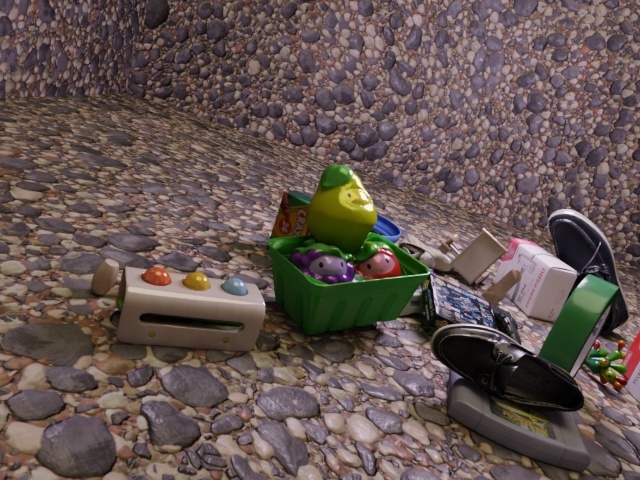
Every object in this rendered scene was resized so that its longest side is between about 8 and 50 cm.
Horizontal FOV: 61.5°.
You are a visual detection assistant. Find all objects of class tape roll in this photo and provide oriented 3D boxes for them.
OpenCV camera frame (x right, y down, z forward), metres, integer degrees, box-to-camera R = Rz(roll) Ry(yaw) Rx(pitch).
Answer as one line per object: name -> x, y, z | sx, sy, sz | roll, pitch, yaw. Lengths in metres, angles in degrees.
tape roll -> 0.632, 0.243, 1.340 | 0.077, 0.321, 0.321 | 30, 21, 32

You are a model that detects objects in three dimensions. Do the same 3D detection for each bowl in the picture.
bowl -> 0.128, -0.066, 2.157 | 0.391, 0.077, 0.391 | 18, 18, -6

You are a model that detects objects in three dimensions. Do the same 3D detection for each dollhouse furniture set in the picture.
dollhouse furniture set -> 0.620, 0.073, 2.005 | 0.303, 0.174, 0.355 | 48, 16, 17

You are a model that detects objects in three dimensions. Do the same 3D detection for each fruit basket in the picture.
fruit basket -> 0.069, 0.012, 1.335 | 0.392, 0.392, 0.283 | 5, 22, -38

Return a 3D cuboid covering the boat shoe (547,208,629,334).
boat shoe -> 0.974, 0.119, 1.969 | 0.156, 0.500, 0.187 | -32, 8, -38

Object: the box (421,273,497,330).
box -> 0.396, 0.205, 1.525 | 0.220, 0.051, 0.175 | 25, 34, -13

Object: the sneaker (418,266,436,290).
sneaker -> 0.363, 0.135, 1.804 | 0.068, 0.071, 0.170 | 14, 19, -15

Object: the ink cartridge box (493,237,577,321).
ink cartridge box -> 0.789, 0.140, 2.002 | 0.117, 0.207, 0.283 | 12, 18, -14

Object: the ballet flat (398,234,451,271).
ballet flat -> 0.395, 0.059, 2.081 | 0.086, 0.086, 0.248 | 4, 21, -39

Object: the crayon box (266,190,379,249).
crayon box -> 0.000, 0.000, 1.617 | 0.319, 0.202, 0.081 | 28, 20, 28

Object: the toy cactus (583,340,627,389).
toy cactus -> 0.821, 0.353, 1.603 | 0.181, 0.112, 0.219 | 14, 24, 18

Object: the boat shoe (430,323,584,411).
boat shoe -> 0.402, 0.281, 1.146 | 0.340, 0.127, 0.113 | 28, 6, -3

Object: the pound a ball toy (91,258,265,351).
pound a ball toy -> -0.294, 0.106, 1.105 | 0.319, 0.135, 0.208 | 11, 19, -25

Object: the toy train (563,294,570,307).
toy train -> 0.937, 0.211, 2.111 | 0.184, 0.105, 0.080 | 21, 5, 3

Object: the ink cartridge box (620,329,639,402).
ink cartridge box -> 0.960, 0.309, 1.523 | 0.066, 0.296, 0.261 | 16, 17, -9

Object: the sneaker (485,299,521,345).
sneaker -> 0.543, 0.253, 1.591 | 0.106, 0.101, 0.267 | 18, 18, -10

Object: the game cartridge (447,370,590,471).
game cartridge -> 0.420, 0.380, 1.161 | 0.294, 0.060, 0.196 | 21, 22, 7

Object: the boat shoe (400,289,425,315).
boat shoe -> 0.233, 0.175, 1.567 | 0.228, 0.079, 0.081 | 6, 3, -33
